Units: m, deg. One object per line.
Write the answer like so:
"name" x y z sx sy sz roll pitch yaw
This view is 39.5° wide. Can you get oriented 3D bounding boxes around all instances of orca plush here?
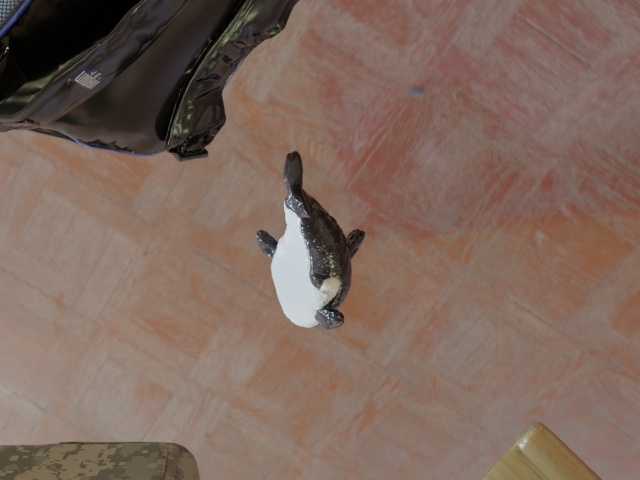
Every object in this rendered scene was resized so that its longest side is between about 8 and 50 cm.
"orca plush" 0.000 0.000 1.059 0.151 0.102 0.287 37 153 36

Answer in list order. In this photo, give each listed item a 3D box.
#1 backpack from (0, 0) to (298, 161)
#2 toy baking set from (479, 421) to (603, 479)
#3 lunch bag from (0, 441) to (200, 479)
"backpack" -0.134 -0.202 0.641 0.263 0.276 0.213 -37 76 22
"toy baking set" 0.105 0.211 0.376 0.196 0.030 0.256 -21 83 2
"lunch bag" -0.269 0.348 0.876 0.305 0.256 0.213 2 106 -7
